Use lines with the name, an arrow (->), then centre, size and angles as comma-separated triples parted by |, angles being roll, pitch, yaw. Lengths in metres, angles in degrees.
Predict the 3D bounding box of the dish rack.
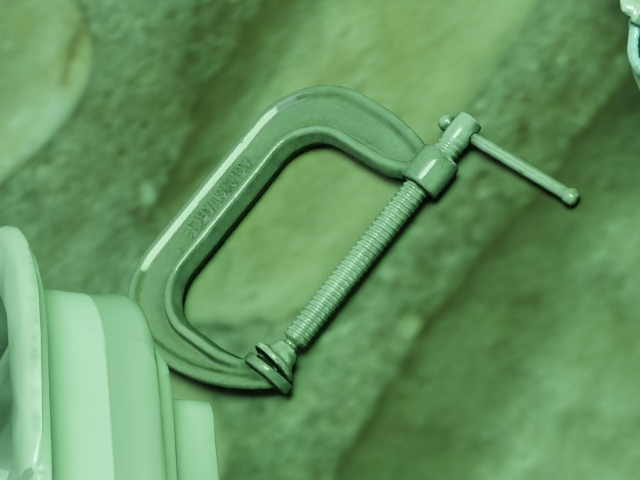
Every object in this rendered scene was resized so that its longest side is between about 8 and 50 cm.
dish rack -> -0.088, 0.193, 0.497 | 0.072, 0.285, 0.332 | 7, 58, -23

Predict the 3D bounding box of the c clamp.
c clamp -> 0.000, 0.000, 0.661 | 0.160, 0.022, 0.137 | -46, 57, -5

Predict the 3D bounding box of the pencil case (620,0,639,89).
pencil case -> 0.145, -0.162, 0.626 | 0.124, 0.113, 0.273 | -8, 59, -6
